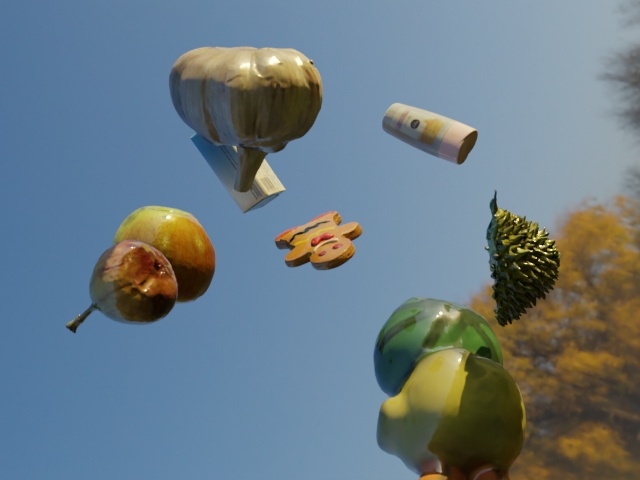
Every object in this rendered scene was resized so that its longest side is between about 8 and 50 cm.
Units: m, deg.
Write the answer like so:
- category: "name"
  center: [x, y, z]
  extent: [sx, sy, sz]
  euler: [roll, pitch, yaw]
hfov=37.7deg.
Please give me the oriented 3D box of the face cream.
- category: "face cream"
  center: [0.220, -0.222, 1.916]
  extent: [0.084, 0.198, 0.057]
  euler: [-60, -35, -5]

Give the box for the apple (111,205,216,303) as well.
- category: "apple"
  center: [-0.360, 0.034, 2.163]
  extent: [0.246, 0.246, 0.226]
  euler: [1, -89, -66]

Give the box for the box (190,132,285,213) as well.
- category: "box"
  center: [-0.170, -0.160, 1.967]
  extent: [0.073, 0.194, 0.139]
  euler: [-35, -1, 15]

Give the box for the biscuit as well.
- category: "biscuit"
  center: [0.000, -0.001, 1.849]
  extent: [0.165, 0.250, 0.036]
  euler: [-26, -69, -5]

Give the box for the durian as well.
- category: "durian"
  center: [0.255, 0.032, 1.185]
  extent: [0.220, 0.096, 0.137]
  euler: [48, -146, -62]

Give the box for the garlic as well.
- category: "garlic"
  center: [-0.100, -0.167, 1.318]
  extent: [0.218, 0.219, 0.212]
  euler: [-30, -54, -57]

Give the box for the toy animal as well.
- category: "toy animal"
  center: [0.185, 0.220, 1.306]
  extent: [0.191, 0.216, 0.338]
  euler: [114, 156, -43]

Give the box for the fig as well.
- category: "fig"
  center: [-0.376, 0.099, 1.703]
  extent: [0.231, 0.160, 0.143]
  euler: [-28, 5, -3]
